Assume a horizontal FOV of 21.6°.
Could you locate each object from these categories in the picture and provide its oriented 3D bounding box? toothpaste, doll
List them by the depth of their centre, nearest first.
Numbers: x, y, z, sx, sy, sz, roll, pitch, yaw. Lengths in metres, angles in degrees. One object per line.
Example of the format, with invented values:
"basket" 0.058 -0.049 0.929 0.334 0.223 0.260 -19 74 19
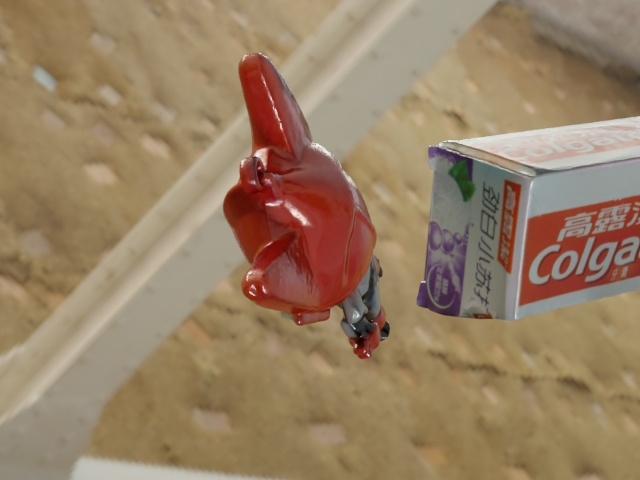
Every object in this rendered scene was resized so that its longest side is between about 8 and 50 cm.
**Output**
"toothpaste" 0.113 -0.013 0.467 0.196 0.047 0.040 -9 -158 -36
"doll" 0.000 0.000 0.743 0.169 0.057 0.109 40 -137 -58
